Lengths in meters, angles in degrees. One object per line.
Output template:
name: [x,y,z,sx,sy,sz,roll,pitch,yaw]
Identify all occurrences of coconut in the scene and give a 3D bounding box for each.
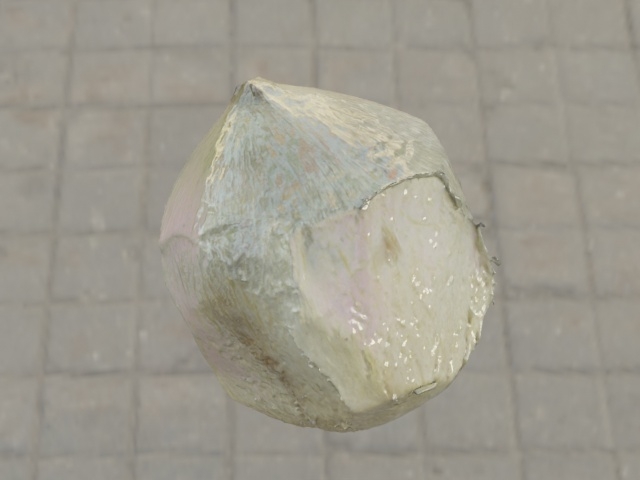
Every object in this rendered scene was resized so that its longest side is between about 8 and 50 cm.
coconut: [0.000,0.000,0.648,0.110,0.124,0.110,-21,27,11]
